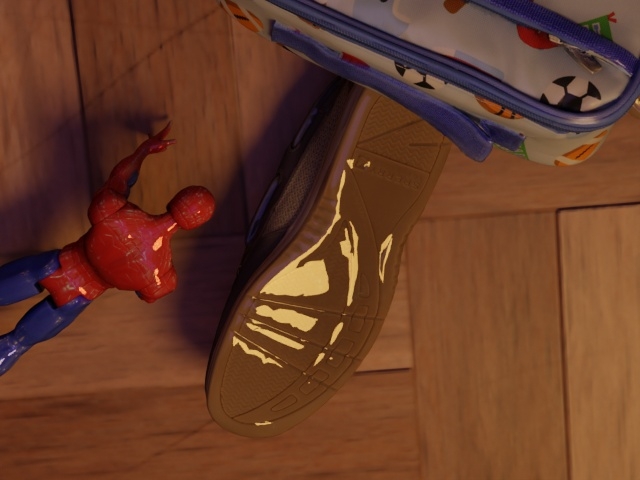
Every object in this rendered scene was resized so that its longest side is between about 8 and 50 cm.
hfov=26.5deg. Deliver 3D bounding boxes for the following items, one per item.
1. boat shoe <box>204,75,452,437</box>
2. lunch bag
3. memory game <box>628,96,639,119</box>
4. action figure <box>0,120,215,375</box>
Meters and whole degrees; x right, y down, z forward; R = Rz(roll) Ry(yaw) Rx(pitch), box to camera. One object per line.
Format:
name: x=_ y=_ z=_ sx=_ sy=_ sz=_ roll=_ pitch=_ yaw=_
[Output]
boat shoe: x=0.000 y=0.000 z=0.941 sx=0.103 sy=0.092 sz=0.285 roll=20 pitch=100 yaw=-23
lunch bag: x=0.090 y=-0.187 z=0.845 sx=0.303 sy=0.115 sz=0.243 roll=25 pitch=75 yaw=4
memory game: x=0.294 y=-0.123 z=0.919 sx=0.186 sy=0.012 sz=0.186 roll=7 pitch=115 yaw=14
action figure: x=-0.171 y=0.016 z=0.958 sx=0.280 sy=0.139 sz=0.091 roll=-27 pitch=105 yaw=29
